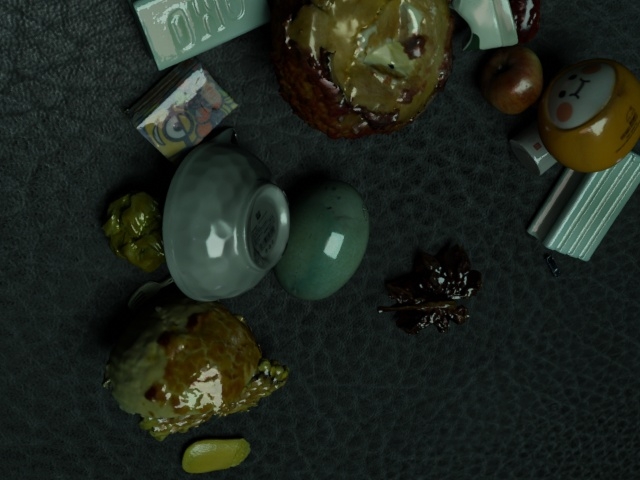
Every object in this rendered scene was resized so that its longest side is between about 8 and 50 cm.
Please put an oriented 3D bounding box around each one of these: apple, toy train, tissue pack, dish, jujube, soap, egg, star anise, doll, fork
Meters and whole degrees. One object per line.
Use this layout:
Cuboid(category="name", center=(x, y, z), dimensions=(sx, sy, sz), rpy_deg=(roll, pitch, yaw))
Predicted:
Cuboid(category="apple", center=(0.363, -0.302, 1.701), dimensions=(0.102, 0.126, 0.126), rpy_deg=(27, 105, -41))
Cuboid(category="toy train", center=(0.544, 0.058, 2.123), dimensions=(0.017, 0.017, 0.083), rpy_deg=(-41, 133, -3))
Cuboid(category="tissue pack", center=(-0.223, -0.212, 1.457), dimensions=(0.148, 0.060, 0.108), rpy_deg=(-44, 133, 1))
Cuboid(category="dish", center=(-0.133, -0.030, 1.503), dimensions=(0.303, 0.120, 0.303), rpy_deg=(-22, 115, -59))
Cuboid(category="jujube", center=(0.365, -0.425, 1.653), dimensions=(0.077, 0.077, 0.129), rpy_deg=(-16, 122, -21))
Cuboid(category="soap", center=(0.592, -0.097, 1.999), dimensions=(0.160, 0.087, 0.265), rpy_deg=(15, 113, -37))
Cuboid(category="egg", center=(0.000, 0.000, 1.659), dimensions=(0.169, 0.169, 0.236), rpy_deg=(5, 118, -33))
Cuboid(category="soap", center=(-0.216, 0.455, 1.932), dimensions=(0.168, 0.033, 0.089), rpy_deg=(-1, 123, -31))
Cuboid(category="star anise", center=(0.252, 0.119, 1.924), dimensions=(0.220, 0.126, 0.190), rpy_deg=(-50, 135, 4))
Cuboid(category="soap", center=(-0.184, -0.355, 1.379), dimensions=(0.198, 0.066, 0.119), rpy_deg=(-27, 132, -12))
Cuboid(category="doll", center=(0.491, -0.242, 1.716), dimensions=(0.213, 0.236, 0.213), rpy_deg=(-15, 117, -31))
Cuboid(category="fork", center=(-0.258, 0.058, 1.648), dimensions=(0.219, 0.028, 0.034), rpy_deg=(-35, 124, -11))

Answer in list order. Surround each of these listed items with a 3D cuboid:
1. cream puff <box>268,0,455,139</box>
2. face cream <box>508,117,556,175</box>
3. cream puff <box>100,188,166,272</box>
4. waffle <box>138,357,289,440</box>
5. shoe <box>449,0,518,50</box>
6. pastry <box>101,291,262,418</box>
Cuboid(category="cream puff", center=(0.058, -0.319, 1.436), dimensions=(0.350, 0.228, 0.350), rpy_deg=(-7, 102, -33))
Cuboid(category="face cream", center=(0.498, -0.234, 1.844), dimensions=(0.214, 0.096, 0.096), rpy_deg=(-39, 132, -2))
Cuboid(category="cream puff", center=(-0.286, -0.013, 1.506), dimensions=(0.156, 0.156, 0.121), rpy_deg=(42, 76, -42))
Cuboid(category="waffle", center=(-0.203, 0.305, 1.758), dimensions=(0.300, 0.058, 0.281), rpy_deg=(-23, 160, -3))
Cuboid(category="shoe", center=(0.262, -0.447, 1.564), dimensions=(0.110, 0.095, 0.265), rpy_deg=(-16, 117, 17))
Cuboid(category="pastry", center=(-0.244, 0.185, 1.582), dimensions=(0.256, 0.236, 0.170), rpy_deg=(-39, 126, -50))
